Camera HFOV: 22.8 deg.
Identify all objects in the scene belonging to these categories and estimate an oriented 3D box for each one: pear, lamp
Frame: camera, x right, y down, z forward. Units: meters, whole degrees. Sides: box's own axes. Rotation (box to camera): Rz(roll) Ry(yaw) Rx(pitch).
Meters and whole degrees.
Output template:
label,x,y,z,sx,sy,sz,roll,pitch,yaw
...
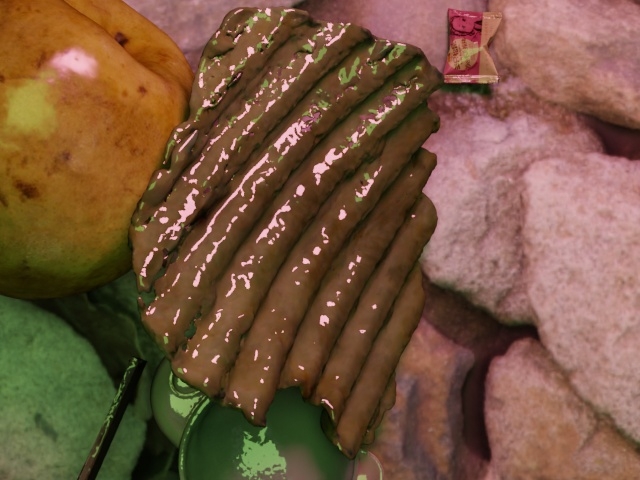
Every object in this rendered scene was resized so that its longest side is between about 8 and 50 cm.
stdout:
label,x,y,z,sx,sy,sz,roll,pitch,yaw
pear,-0.259,-0.088,1.488,0.304,0.304,0.304,0,85,-3
lamp,-0.066,0.198,1.561,0.179,0.108,0.246,-41,88,-10

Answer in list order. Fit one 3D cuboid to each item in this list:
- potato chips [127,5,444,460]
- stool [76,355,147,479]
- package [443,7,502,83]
label,x,y,z,sx,sy,sz,roll,pitch,yaw
potato chips,0.000,-0.008,1.475,0.373,0.097,0.389,25,75,-44
stool,-0.332,0.187,1.516,0.243,0.170,0.269,23,84,-2
package,0.158,-0.202,1.645,0.059,0.029,0.083,3,75,4
